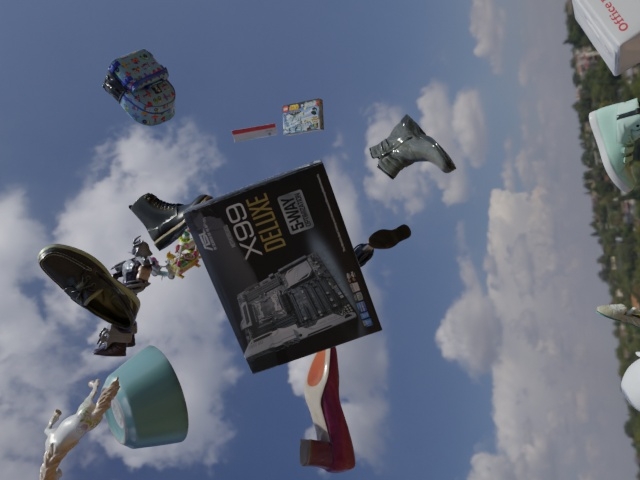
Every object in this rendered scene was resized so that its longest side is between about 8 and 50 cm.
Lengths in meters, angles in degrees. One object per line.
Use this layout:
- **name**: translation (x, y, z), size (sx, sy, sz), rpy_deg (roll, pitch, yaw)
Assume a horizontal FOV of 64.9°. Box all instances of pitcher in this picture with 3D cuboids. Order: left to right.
- **pitcher**: translation (0.758, 0.274, 1.104), size (0.125, 0.207, 0.178), rpy_deg (-1, -129, -29)

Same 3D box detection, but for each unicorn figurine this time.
- **unicorn figurine**: translation (-0.343, 0.266, 0.694), size (0.060, 0.162, 0.111), rpy_deg (30, -170, -24)

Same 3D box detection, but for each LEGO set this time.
- **LEGO set**: translation (-0.414, 0.008, 1.517), size (0.287, 0.132, 0.107), rpy_deg (-89, 14, -61)

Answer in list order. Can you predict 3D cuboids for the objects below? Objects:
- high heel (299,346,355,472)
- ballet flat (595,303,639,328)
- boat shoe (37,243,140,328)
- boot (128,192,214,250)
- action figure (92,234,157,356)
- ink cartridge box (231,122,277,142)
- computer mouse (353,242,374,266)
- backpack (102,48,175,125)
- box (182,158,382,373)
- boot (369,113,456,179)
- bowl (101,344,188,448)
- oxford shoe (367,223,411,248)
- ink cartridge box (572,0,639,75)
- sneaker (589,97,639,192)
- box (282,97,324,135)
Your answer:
- **high heel**: translation (0.044, 0.506, 1.547), size (0.181, 0.127, 0.378), rpy_deg (20, -108, -29)
- **ballet flat**: translation (0.862, 0.206, 1.424), size (0.057, 0.168, 0.053), rpy_deg (-93, 23, -71)
- **boat shoe**: translation (-0.440, 0.093, 0.971), size (0.223, 0.080, 0.073), rpy_deg (48, -178, -33)
- **boot**: translation (-0.362, -0.081, 1.200), size (0.137, 0.197, 0.077), rpy_deg (52, -163, -3)
- **action figure**: translation (-0.459, 0.126, 1.198), size (0.099, 0.185, 0.285), rpy_deg (13, -87, -23)
- **ink cartridge box**: translation (-0.265, -0.435, 2.035), size (0.225, 0.180, 0.056), rpy_deg (-114, 13, -75)
- **computer mouse**: translation (0.000, 0.000, 1.396), size (0.272, 0.188, 0.072), rpy_deg (47, -158, -1)
- **backpack**: translation (-0.469, -0.403, 1.354), size (0.173, 0.117, 0.158), rpy_deg (50, -133, 1)
- **box**: translation (-0.059, 0.046, 0.858), size (0.076, 0.242, 0.308), rpy_deg (-97, -13, -76)
- **boot**: translation (0.250, -0.223, 1.392), size (0.083, 0.161, 0.247), rpy_deg (27, -158, -49)
- **bowl**: translation (-0.543, 0.490, 1.508), size (0.163, 0.311, 0.312), rpy_deg (-16, -83, -40)
- **oxford shoe**: translation (0.245, -0.002, 1.871), size (0.212, 0.076, 0.076), rpy_deg (-13, -100, -39)
- **ink cartridge box**: translation (0.626, -0.467, 0.946), size (0.168, 0.232, 0.171), rpy_deg (9, -126, -60)
- **sneaker**: translation (0.876, -0.269, 1.415), size (0.094, 0.151, 0.256), rpy_deg (-27, -84, -47)
- **box**: translation (-0.055, -0.382, 1.565), size (0.027, 0.136, 0.094), rpy_deg (-4, -88, -59)
